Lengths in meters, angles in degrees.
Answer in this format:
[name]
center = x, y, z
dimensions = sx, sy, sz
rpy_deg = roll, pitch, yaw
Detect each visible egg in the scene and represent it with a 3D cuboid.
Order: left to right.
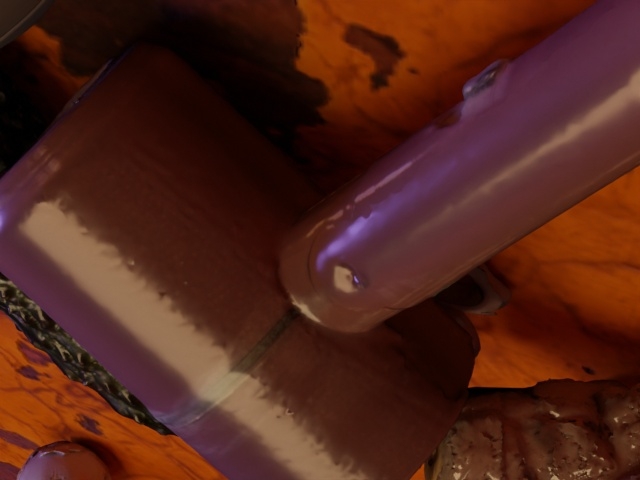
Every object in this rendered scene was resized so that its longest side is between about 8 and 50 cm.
[egg]
center = -0.185, 0.185, 1.114
dimensions = 0.071, 0.071, 0.083
rpy_deg = 19, 151, 14

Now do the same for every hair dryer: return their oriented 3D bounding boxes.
[hair dryer]
center = 0.025, -0.028, 0.607
dimensions = 0.210, 0.125, 0.352
rpy_deg = 44, 134, -11

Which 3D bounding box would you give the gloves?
[gloves]
center = 0.120, 0.106, 0.707
dimensions = 0.144, 0.094, 0.110
rpy_deg = 4, 169, 16

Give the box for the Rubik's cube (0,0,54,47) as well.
[Rubik's cube]
center = -0.185, -0.152, 0.550
dimensions = 0.254, 0.254, 0.254
rpy_deg = 20, 148, 13

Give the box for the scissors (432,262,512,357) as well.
[scissors]
center = 0.000, 0.000, 0.747
dimensions = 0.189, 0.015, 0.100
rpy_deg = 26, 147, 5

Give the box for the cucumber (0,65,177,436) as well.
[cucumber]
center = -0.146, -0.004, 0.781
dimensions = 0.096, 0.096, 0.359
rpy_deg = 1, 141, 37
